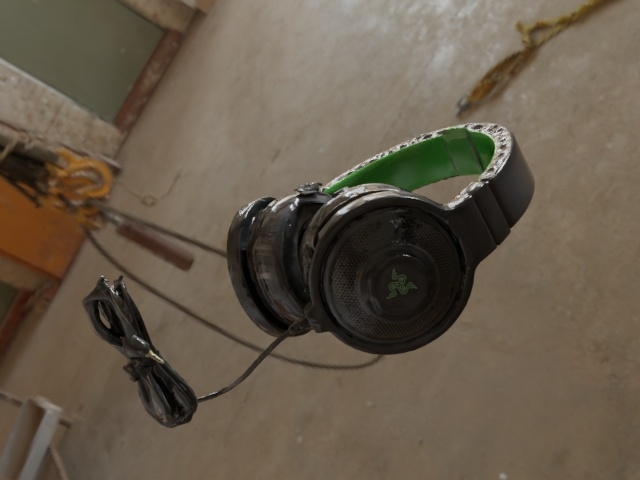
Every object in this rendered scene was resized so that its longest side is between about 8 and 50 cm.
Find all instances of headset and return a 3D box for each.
[{"bbox_3d":[0.000,0.000,0.792,0.394,0.185,0.243,-41,22,-27],"label":"headset"}]
